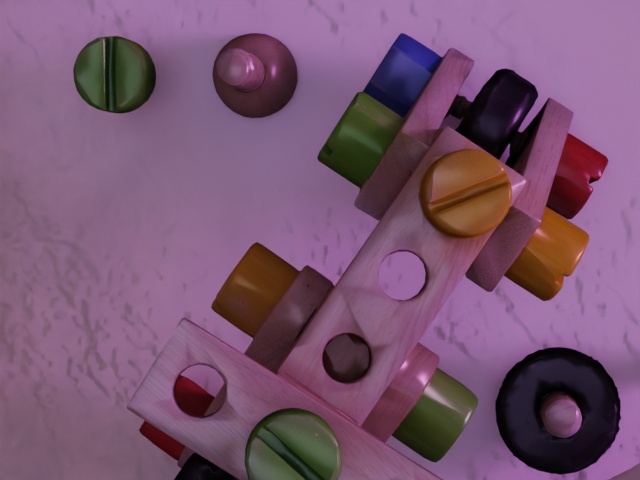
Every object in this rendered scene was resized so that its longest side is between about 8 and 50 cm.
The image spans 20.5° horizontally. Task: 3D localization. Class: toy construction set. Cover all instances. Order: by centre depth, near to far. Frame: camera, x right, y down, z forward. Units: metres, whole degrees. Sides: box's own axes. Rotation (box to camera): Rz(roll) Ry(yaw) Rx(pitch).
[{"bbox_3d":[0.000,0.000,0.732,0.257,0.237,0.309,-31,89,6],"label":"toy construction set"}]

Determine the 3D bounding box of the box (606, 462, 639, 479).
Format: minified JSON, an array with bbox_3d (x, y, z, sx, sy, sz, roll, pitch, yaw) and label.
[{"bbox_3d":[0.160,0.218,0.712,0.148,0.126,0.232,-36,56,34],"label":"box"}]
